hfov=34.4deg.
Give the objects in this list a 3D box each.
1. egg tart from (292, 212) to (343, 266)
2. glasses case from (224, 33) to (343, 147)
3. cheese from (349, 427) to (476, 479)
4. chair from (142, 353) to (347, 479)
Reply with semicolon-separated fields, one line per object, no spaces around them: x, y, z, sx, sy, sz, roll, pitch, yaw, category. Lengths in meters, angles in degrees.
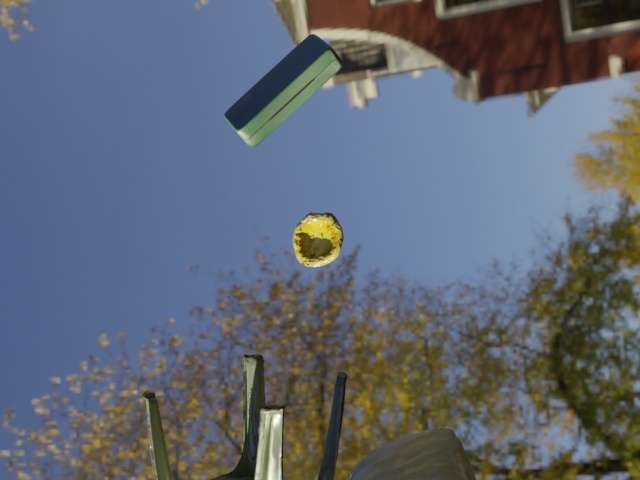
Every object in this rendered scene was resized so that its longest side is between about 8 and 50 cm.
0.000;0.000;1.815;0.039;0.105;0.105;14;-108;-60;egg tart
-0.055;-0.221;1.515;0.039;0.184;0.078;46;-178;-37;glasses case
0.115;0.309;0.819;0.318;0.115;0.326;59;-168;-48;cheese
-0.049;0.277;1.059;0.203;0.190;0.275;-16;-74;-55;chair
